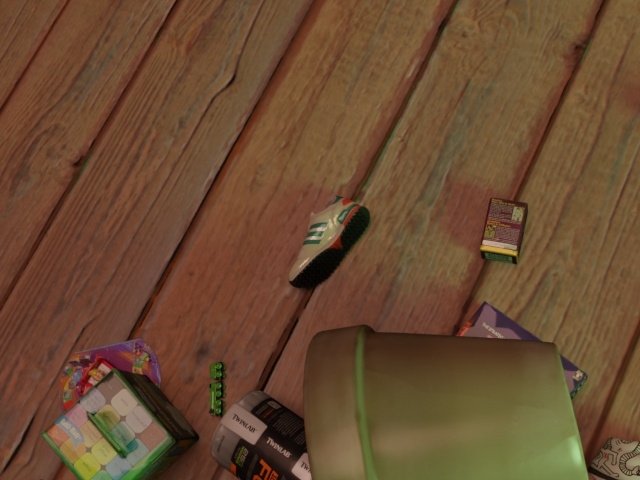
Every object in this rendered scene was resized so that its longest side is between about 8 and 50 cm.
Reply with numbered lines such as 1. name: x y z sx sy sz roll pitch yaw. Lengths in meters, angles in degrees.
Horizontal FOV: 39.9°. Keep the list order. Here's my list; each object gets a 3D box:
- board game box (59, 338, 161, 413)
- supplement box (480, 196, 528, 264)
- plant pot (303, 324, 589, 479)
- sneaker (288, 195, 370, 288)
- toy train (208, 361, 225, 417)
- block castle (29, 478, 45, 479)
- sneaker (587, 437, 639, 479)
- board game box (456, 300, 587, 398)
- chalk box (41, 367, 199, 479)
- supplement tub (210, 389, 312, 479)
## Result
1. board game box: -0.327 0.219 1.338 0.169 0.033 0.133 -13 67 10
2. supplement box: 0.264 -0.014 1.268 0.055 0.043 0.083 11 74 18
3. plant pot: 0.160 0.240 1.043 0.280 0.323 0.323 -12 68 11
4. sneaker: 0.000 0.000 1.332 0.161 0.057 0.075 -49 50 -5
5. toy train: -0.154 0.220 1.302 0.024 0.017 0.083 -9 68 21
6. block castle: -0.383 0.447 1.042 0.303 0.453 0.213 -41 73 -2
7. sneaker: 0.423 0.325 1.031 0.270 0.090 0.145 17 69 51
8. board game box: 0.249 0.188 1.195 0.170 0.048 0.141 37 84 23
9. chalk box: -0.273 0.266 1.196 0.132 0.213 0.132 -42 78 -4
10. supplement tub: -0.045 0.297 1.191 0.190 0.117 0.117 30 80 23
